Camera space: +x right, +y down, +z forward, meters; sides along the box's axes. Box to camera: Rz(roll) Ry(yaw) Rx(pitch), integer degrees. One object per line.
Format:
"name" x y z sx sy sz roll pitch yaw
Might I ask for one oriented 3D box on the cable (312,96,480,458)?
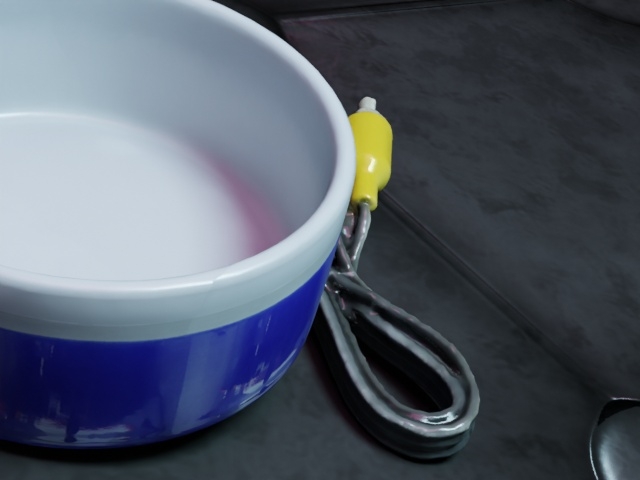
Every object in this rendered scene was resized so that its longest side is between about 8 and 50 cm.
"cable" 0.000 0.000 0.900 0.140 0.072 0.287 2 37 -19

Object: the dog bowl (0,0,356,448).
"dog bowl" -0.120 -0.025 0.797 0.265 0.104 0.265 9 39 -7
